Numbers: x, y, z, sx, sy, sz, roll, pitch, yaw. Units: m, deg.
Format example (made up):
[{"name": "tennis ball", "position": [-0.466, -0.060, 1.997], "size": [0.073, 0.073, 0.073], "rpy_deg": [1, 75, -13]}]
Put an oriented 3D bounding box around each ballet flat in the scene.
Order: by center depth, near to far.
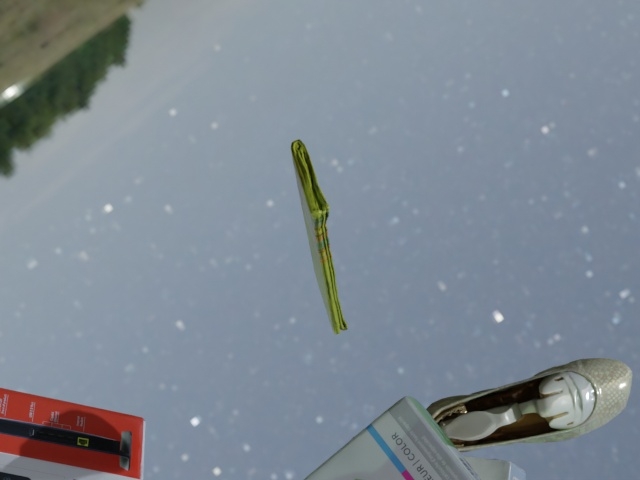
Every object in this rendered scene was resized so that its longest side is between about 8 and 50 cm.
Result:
[{"name": "ballet flat", "position": [0.154, 0.130, 1.049], "size": [0.168, 0.057, 0.052], "rpy_deg": [-18, 176, 8]}]

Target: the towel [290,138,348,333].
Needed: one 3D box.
[{"name": "towel", "position": [0.000, 0.000, 1.525], "size": [0.021, 0.237, 0.102], "rpy_deg": [-14, -126, -3]}]

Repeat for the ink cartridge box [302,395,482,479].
[{"name": "ink cartridge box", "position": [0.012, 0.206, 0.868], "size": [0.209, 0.109, 0.062], "rpy_deg": [-40, 157, 2]}]

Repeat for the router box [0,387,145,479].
[{"name": "router box", "position": [-0.356, 0.276, 1.332], "size": [0.082, 0.301, 0.335], "rpy_deg": [-96, -154, -51]}]

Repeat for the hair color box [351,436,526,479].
[{"name": "hair color box", "position": [0.102, 0.419, 1.542], "size": [0.185, 0.375, 0.113], "rpy_deg": [6, 167, 20]}]
